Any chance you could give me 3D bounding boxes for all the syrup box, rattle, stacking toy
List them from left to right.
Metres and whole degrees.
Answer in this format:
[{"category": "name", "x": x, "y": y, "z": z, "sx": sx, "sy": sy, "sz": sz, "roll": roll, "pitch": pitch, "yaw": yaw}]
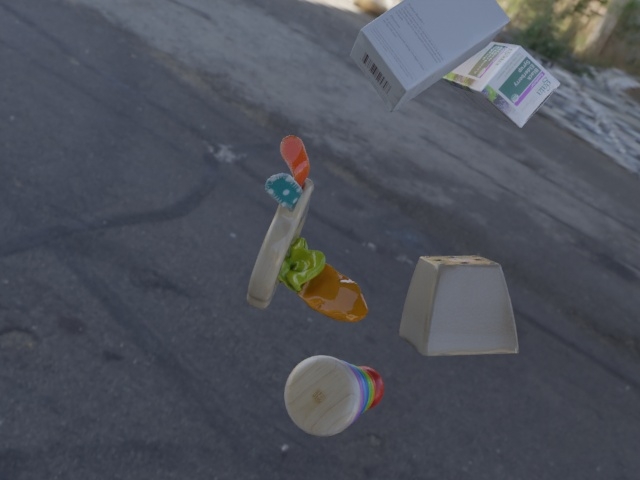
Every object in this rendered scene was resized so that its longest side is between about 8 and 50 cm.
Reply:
[{"category": "rattle", "x": 0.000, "y": 0.000, "z": 0.924, "sx": 0.142, "sy": 0.200, "sz": 0.130, "roll": 34, "pitch": 38, "yaw": 14}, {"category": "stacking toy", "x": 0.046, "y": 0.292, "z": 1.674, "sx": 0.141, "sy": 0.141, "sz": 0.330, "roll": 33, "pitch": 3, "yaw": 18}, {"category": "syrup box", "x": 0.292, "y": -0.265, "z": 1.444, "sx": 0.096, "sy": 0.093, "sz": 0.237, "roll": 38, "pitch": 8, "yaw": -15}]

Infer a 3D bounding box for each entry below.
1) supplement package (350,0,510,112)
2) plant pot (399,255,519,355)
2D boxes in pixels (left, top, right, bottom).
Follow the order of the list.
[{"category": "supplement package", "x": 0.146, "y": -0.275, "z": 1.184, "sx": 0.105, "sy": 0.179, "sz": 0.105, "roll": 54, "pitch": -10, "yaw": 3}, {"category": "plant pot", "x": 0.153, "y": 0.068, "z": 0.976, "sx": 0.109, "sy": 0.096, "sz": 0.109, "roll": -1, "pitch": 7, "yaw": -9}]
